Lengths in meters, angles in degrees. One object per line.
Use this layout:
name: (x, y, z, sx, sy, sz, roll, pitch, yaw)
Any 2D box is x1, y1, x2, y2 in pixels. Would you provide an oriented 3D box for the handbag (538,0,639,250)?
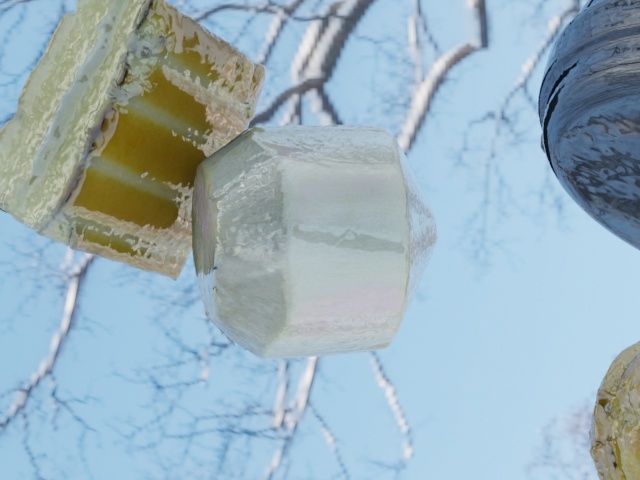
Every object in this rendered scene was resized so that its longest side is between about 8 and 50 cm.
handbag: (0.263, -0.041, 0.801, 0.308, 0.254, 0.093, 28, -111, -7)

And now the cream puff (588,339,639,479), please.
cream puff: (0.306, 0.172, 1.283, 0.189, 0.129, 0.189, 8, -103, -38)

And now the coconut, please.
coconut: (0.001, 0.000, 1.347, 0.241, 0.241, 0.241, -3, -85, -36)

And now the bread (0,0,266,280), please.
bread: (-0.175, -0.104, 1.361, 0.239, 0.111, 0.246, -65, -25, 2)
